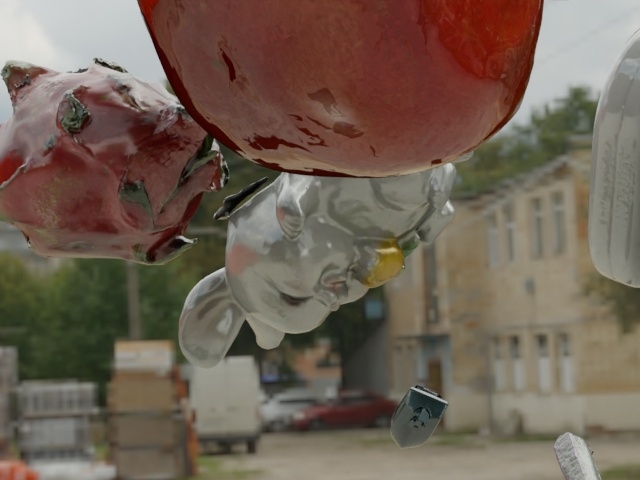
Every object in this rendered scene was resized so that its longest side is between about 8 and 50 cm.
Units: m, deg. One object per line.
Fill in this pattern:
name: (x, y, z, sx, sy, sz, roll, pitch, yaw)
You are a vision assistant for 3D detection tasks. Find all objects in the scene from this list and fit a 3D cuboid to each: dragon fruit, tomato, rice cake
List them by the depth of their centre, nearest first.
tomato: (0.013, -0.200, 1.163, 0.293, 0.325, 0.290, 16, 49, 42)
dragon fruit: (-0.195, -0.082, 1.371, 0.200, 0.198, 0.269, -31, 28, -3)
rice cake: (0.303, 0.290, 1.777, 0.047, 0.036, 0.207, 27, 24, -18)

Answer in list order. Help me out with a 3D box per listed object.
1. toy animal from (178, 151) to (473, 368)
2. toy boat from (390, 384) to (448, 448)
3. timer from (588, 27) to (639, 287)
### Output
toy animal: (0.000, -0.002, 1.567, 0.325, 0.154, 0.208, -40, -16, 29)
toy boat: (0.120, 0.230, 2.007, 0.055, 0.060, 0.141, 23, -31, 1)
timer: (0.335, -0.095, 1.463, 0.087, 0.262, 0.237, 23, 44, 31)
